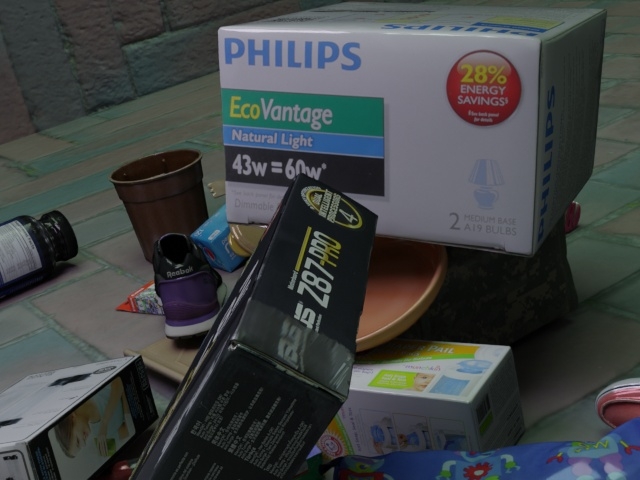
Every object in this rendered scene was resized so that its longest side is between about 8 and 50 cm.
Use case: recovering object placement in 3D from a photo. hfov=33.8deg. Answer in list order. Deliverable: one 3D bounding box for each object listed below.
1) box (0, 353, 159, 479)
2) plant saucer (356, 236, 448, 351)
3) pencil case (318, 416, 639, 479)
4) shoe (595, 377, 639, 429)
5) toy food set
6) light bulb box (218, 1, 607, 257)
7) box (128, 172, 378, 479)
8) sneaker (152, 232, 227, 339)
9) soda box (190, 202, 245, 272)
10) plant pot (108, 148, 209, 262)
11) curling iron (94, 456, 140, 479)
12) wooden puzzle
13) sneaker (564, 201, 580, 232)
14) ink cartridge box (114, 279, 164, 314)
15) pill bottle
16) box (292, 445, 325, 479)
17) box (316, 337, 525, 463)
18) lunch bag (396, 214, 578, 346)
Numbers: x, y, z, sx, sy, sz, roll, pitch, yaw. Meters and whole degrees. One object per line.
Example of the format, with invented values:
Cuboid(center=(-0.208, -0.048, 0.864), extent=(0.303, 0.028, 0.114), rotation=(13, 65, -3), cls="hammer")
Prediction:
Cuboid(center=(-0.316, 0.221, 1.165), extent=(0.169, 0.087, 0.290), rotation=(-12, 8, 14), cls="box")
Cuboid(center=(0.052, 0.054, 1.169), extent=(0.200, 0.037, 0.200), rotation=(-21, 34, 15), cls="plant saucer")
Cuboid(center=(0.157, 0.228, 0.904), extent=(0.306, 0.119, 0.133), rotation=(-10, 20, 8), cls="pencil case")
Cuboid(center=(0.336, 0.181, 0.996), extent=(0.178, 0.063, 0.081), rotation=(8, 23, 35), cls="shoe")
Cuboid(center=(-0.094, -0.021, 1.704), extent=(0.132, 0.192, 0.038), rotation=(-21, -20, -27), cls="toy food set")
Cuboid(center=(0.120, -0.151, 1.222), extent=(0.358, 0.225, 0.361), rotation=(7, 19, 23), cls="light bulb box")
Cuboid(center=(-0.090, 0.172, 0.875), extent=(0.097, 0.395, 0.318), rotation=(28, 25, -7), cls="box")
Cuboid(center=(-0.192, 0.039, 1.513), extent=(0.107, 0.124, 0.283), rotation=(-14, 14, -10), cls="sneaker")
Cuboid(center=(-0.113, -0.044, 1.770), extent=(0.210, 0.071, 0.067), rotation=(-44, 33, -23), cls="soda box")
Cuboid(center=(-0.270, -0.057, 1.851), extent=(0.167, 0.165, 0.167), rotation=(-11, 20, 4), cls="plant pot")
Cuboid(center=(-0.206, 0.266, 1.153), extent=(0.274, 0.035, 0.068), rotation=(-16, 36, -16), cls="curling iron")
Cuboid(center=(-0.113, 0.144, 1.414), extent=(0.239, 0.044, 0.221), rotation=(-21, 21, -33), cls="wooden puzzle")
Cuboid(center=(0.303, -0.027, 1.572), extent=(0.170, 0.063, 0.075), rotation=(-18, 20, -26), cls="sneaker")
Cuboid(center=(-0.268, 0.088, 1.662), extent=(0.115, 0.029, 0.063), rotation=(3, 25, 34), cls="ink cartridge box")
Cuboid(center=(-0.547, 0.029, 1.859), extent=(0.219, 0.122, 0.123), rotation=(-26, 24, -33), cls="pill bottle")
Cuboid(center=(-0.084, 0.213, 1.147), extent=(0.105, 0.043, 0.179), rotation=(-22, 35, -23), cls="box")
Cuboid(center=(0.095, 0.174, 1.106), extent=(0.203, 0.103, 0.114), rotation=(1, 25, 33), cls="box")
Cuboid(center=(0.142, 0.032, 1.347), extent=(0.235, 0.169, 0.287), rotation=(-25, 25, -23), cls="lunch bag")
